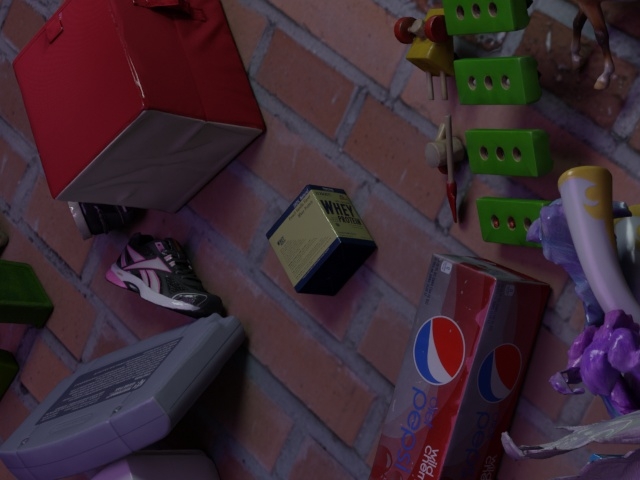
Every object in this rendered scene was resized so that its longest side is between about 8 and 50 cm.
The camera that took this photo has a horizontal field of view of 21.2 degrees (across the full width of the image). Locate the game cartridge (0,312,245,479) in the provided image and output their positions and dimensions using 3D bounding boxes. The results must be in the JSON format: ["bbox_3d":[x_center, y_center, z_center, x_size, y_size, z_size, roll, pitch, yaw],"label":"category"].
[{"bbox_3d":[-0.232,0.184,1.934,0.294,0.196,0.060,-22,106,42],"label":"game cartridge"}]

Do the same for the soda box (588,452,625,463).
[{"bbox_3d":[0.316,0.255,1.451,0.210,0.067,0.071,28,104,44],"label":"soda box"}]

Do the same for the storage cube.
[{"bbox_3d":[-0.208,-0.166,1.951,0.215,0.184,0.193,-39,60,35],"label":"storage cube"}]

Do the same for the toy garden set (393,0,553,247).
[{"bbox_3d":[0.159,-0.122,1.647,0.204,0.049,0.244,7,110,60],"label":"toy garden set"}]

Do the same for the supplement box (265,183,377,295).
[{"bbox_3d":[0.000,0.000,1.809,0.083,0.056,0.083,-49,54,29],"label":"supplement box"}]

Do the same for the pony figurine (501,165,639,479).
[{"bbox_3d":[0.283,0.118,1.332,0.303,0.351,0.363,97,166,-63],"label":"pony figurine"}]

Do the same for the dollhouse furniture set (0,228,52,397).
[{"bbox_3d":[-0.508,0.053,2.246,0.197,0.151,0.301,-55,50,25],"label":"dollhouse furniture set"}]

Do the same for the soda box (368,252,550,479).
[{"bbox_3d":[0.129,0.150,1.641,0.092,0.083,0.263,24,102,45],"label":"soda box"}]

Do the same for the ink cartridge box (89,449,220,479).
[{"bbox_3d":[-0.228,0.405,1.934,0.307,0.129,0.223,-42,57,33],"label":"ink cartridge box"}]

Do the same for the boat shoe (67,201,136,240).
[{"bbox_3d":[-0.283,-0.107,2.111,0.079,0.084,0.233,-20,57,2],"label":"boat shoe"}]

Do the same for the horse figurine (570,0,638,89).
[{"bbox_3d":[0.279,-0.212,1.508,0.263,0.066,0.174,18,128,47],"label":"horse figurine"}]

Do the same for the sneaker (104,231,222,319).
[{"bbox_3d":[-0.178,0.036,1.979,0.178,0.072,0.077,22,90,39],"label":"sneaker"}]
